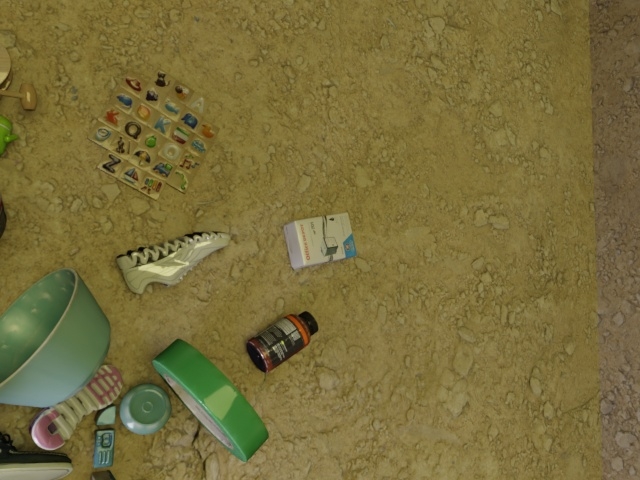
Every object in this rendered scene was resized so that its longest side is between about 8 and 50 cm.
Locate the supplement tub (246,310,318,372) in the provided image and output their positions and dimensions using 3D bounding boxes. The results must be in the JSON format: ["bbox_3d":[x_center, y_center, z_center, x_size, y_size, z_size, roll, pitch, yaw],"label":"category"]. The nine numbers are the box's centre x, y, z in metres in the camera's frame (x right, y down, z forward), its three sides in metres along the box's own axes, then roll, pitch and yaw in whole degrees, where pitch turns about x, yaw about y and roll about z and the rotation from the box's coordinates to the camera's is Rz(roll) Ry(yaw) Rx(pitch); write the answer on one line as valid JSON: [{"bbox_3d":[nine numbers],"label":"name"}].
[{"bbox_3d":[-0.101,0.276,1.449,0.197,0.106,0.106,-29,95,-30],"label":"supplement tub"}]

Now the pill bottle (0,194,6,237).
[{"bbox_3d":[-0.735,-0.056,1.040,0.176,0.318,0.177,6,78,-27],"label":"pill bottle"}]

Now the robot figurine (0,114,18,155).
[{"bbox_3d":[-0.762,-0.243,1.203,0.101,0.067,0.115,14,74,-5],"label":"robot figurine"}]

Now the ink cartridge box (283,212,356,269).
[{"bbox_3d":[0.000,0.000,1.568,0.190,0.082,0.140,-11,86,-31],"label":"ink cartridge box"}]

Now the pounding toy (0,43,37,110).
[{"bbox_3d":[-0.786,-0.391,1.166,0.269,0.154,0.154,4,84,-28],"label":"pounding toy"}]

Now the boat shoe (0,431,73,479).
[{"bbox_3d":[-0.704,0.457,1.086,0.339,0.127,0.113,2,47,-24],"label":"boat shoe"}]

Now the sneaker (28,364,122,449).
[{"bbox_3d":[-0.567,0.376,1.189,0.095,0.104,0.236,60,39,-11],"label":"sneaker"}]

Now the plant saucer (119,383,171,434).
[{"bbox_3d":[-0.411,0.396,1.227,0.119,0.021,0.119,15,54,-22],"label":"plant saucer"}]

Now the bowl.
[{"bbox_3d":[-0.578,0.229,1.114,0.163,0.311,0.312,49,61,-34],"label":"bowl"}]

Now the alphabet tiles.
[{"bbox_3d":[-0.446,-0.294,1.418,0.285,0.011,0.343,30,68,-20],"label":"alphabet tiles"}]

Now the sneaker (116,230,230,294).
[{"bbox_3d":[-0.371,0.050,1.352,0.292,0.110,0.118,-18,98,-22],"label":"sneaker"}]

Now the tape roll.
[{"bbox_3d":[-0.261,0.375,1.219,0.077,0.321,0.321,-42,102,-26],"label":"tape roll"}]

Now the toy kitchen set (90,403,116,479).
[{"bbox_3d":[-0.441,0.491,1.215,0.166,0.122,0.207,4,79,-28],"label":"toy kitchen set"}]
